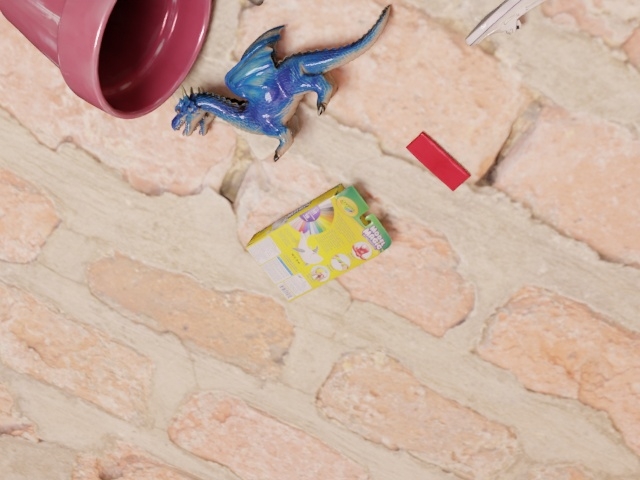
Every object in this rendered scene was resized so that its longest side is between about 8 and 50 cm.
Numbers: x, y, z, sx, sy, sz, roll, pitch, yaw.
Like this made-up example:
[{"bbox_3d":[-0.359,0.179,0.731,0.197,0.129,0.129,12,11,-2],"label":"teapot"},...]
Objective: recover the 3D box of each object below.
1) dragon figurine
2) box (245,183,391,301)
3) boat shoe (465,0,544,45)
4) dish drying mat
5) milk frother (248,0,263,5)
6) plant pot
[{"bbox_3d":[-0.057,-0.195,0.867,0.144,0.085,0.289,41,121,-11],"label":"dragon figurine"},{"bbox_3d":[0.000,0.000,0.987,0.179,0.043,0.105,-28,108,28],"label":"box"},{"bbox_3d":[0.206,-0.243,0.808,0.100,0.035,0.035,-39,101,21],"label":"boat shoe"},{"bbox_3d":[0.146,-0.098,0.917,0.083,0.008,0.032,40,120,-11],"label":"dish drying mat"},{"bbox_3d":[-0.047,-0.353,0.783,0.135,0.129,0.143,-21,69,23],"label":"milk frother"},{"bbox_3d":[-0.252,-0.265,0.826,0.180,0.201,0.201,30,122,14],"label":"plant pot"}]
